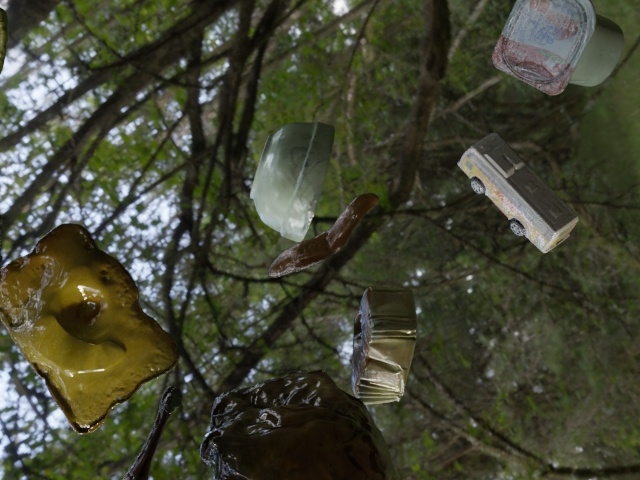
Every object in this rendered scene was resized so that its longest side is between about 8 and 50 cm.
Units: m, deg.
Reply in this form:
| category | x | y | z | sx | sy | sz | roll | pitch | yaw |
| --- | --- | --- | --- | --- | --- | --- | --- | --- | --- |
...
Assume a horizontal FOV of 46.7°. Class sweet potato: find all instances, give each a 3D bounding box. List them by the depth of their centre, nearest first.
| category | x | y | z | sx | sy | sz | roll | pitch | yaw |
| --- | --- | --- | --- | --- | --- | --- | --- | --- | --- |
| sweet potato | 0.003 | 0.003 | 0.901 | 0.044 | 0.179 | 0.044 | 39 | -149 | -29 |

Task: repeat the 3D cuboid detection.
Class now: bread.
| category | x | y | z | sx | sy | sz | roll | pitch | yaw |
| --- | --- | --- | --- | --- | --- | --- | --- | --- | --- |
| bread | -0.293 | 0.102 | 0.920 | 0.233 | 0.160 | 0.088 | 55 | 169 | 1 |
| bread | 0.116 | 0.198 | 1.435 | 0.210 | 0.109 | 0.192 | -81 | -1 | -64 |

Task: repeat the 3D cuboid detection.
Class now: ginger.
| category | x | y | z | sx | sy | sz | roll | pitch | yaw |
| --- | --- | --- | --- | --- | --- | --- | --- | --- | --- |
| ginger | -0.015 | 0.273 | 0.831 | 0.269 | 0.200 | 0.223 | -122 | 16 | -89 |

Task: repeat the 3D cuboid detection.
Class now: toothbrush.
| category | x | y | z | sx | sy | sz | roll | pitch | yaw |
| --- | --- | --- | --- | --- | --- | --- | --- | --- | --- |
| toothbrush | -0.260 | 0.362 | 0.954 | 0.040 | 0.364 | 0.041 | 21 | 164 | 6 |

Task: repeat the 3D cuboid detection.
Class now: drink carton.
| category | x | y | z | sx | sy | sz | roll | pitch | yaw |
| --- | --- | --- | --- | --- | --- | --- | --- | --- | --- |
| drink carton | 0.489 | -0.388 | 1.453 | 0.189 | 0.191 | 0.185 | 1 | -151 | -39 |

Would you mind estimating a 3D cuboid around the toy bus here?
| category | x | y | z | sx | sy | sz | roll | pitch | yaw |
| --- | --- | --- | --- | --- | --- | --- | --- | --- | --- |
| toy bus | 0.398 | -0.101 | 1.505 | 0.268 | 0.092 | 0.106 | 51 | 161 | 19 |

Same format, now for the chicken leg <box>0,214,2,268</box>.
| category | x | y | z | sx | sy | sz | roll | pitch | yaw |
| --- | --- | --- | --- | --- | --- | --- | --- | --- | --- |
| chicken leg | -0.507 | 0.019 | 1.114 | 0.069 | 0.084 | 0.198 | -37 | -62 | -67 |

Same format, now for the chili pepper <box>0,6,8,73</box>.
| category | x | y | z | sx | sy | sz | roll | pitch | yaw |
| --- | --- | --- | --- | --- | --- | --- | --- | --- | --- |
| chili pepper | -0.453 | -0.230 | 0.995 | 0.049 | 0.043 | 0.208 | 111 | 167 | -71 |

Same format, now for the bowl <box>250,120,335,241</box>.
| category | x | y | z | sx | sy | sz | roll | pitch | yaw |
| --- | --- | --- | --- | --- | --- | --- | --- | --- | --- |
| bowl | -0.078 | -0.162 | 1.864 | 0.163 | 0.307 | 0.307 | 17 | -163 | -4 |
